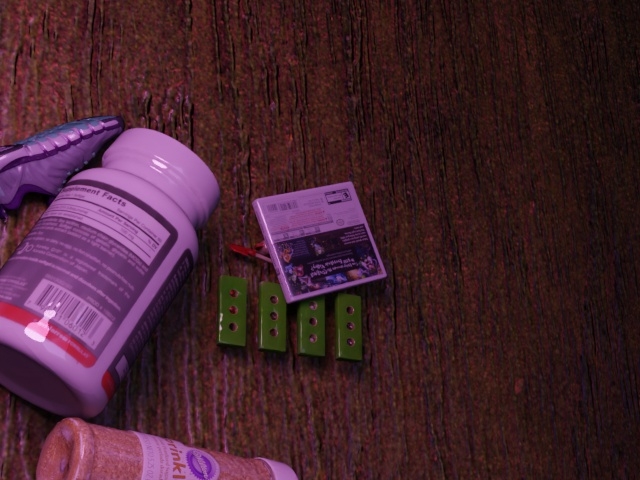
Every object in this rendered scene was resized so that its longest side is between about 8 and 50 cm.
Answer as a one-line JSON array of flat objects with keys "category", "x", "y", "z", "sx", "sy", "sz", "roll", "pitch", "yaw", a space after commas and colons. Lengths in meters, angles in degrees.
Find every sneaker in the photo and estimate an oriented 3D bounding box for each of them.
[{"category": "sneaker", "x": -0.373, "y": -0.109, "z": 1.411, "sx": 0.224, "sy": 0.083, "sz": 0.098, "roll": -25, "pitch": 111, "yaw": -32}]

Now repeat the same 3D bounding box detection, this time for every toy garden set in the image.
[{"category": "toy garden set", "x": -0.053, "y": 0.084, "z": 1.568, "sx": 0.244, "sy": 0.049, "sz": 0.204, "roll": 11, "pitch": 66, "yaw": -26}]

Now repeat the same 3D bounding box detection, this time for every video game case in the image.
[{"category": "video game case", "x": 0.000, "y": 0.000, "z": 1.589, "sx": 0.190, "sy": 0.022, "sz": 0.173, "roll": -12, "pitch": 76, "yaw": -34}]

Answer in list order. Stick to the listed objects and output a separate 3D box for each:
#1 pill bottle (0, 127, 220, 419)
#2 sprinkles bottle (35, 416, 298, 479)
[{"category": "pill bottle", "x": -0.291, "y": 0.036, "z": 1.324, "sx": 0.210, "sy": 0.210, "sz": 0.363, "roll": 40, "pitch": 57, "yaw": -17}, {"category": "sprinkles bottle", "x": -0.194, "y": 0.328, "z": 1.322, "sx": 0.355, "sy": 0.121, "sz": 0.121, "roll": 22, "pitch": 64, "yaw": -36}]
